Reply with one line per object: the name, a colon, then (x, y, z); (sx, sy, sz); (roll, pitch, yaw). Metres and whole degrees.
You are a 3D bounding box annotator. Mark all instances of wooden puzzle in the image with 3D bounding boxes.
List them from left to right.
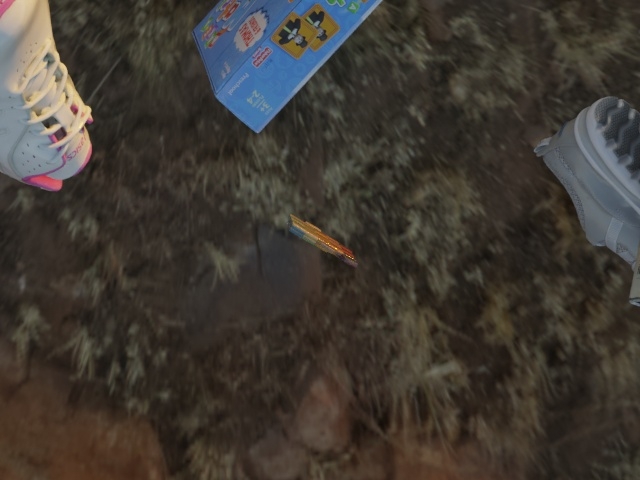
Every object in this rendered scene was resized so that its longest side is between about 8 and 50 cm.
wooden puzzle: (0.000, 0.000, 0.988); (0.049, 0.083, 0.006); (31, 95, -7)

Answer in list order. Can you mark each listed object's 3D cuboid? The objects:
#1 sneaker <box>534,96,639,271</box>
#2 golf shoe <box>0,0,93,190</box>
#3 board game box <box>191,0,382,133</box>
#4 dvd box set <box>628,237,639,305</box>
sneaker: (0.332, -0.021, 1.508); (0.281, 0.115, 0.105); (55, 51, -12)
golf shoe: (-0.223, -0.119, 1.098); (0.140, 0.306, 0.115); (35, 74, -6)
board game box: (0.013, -0.170, 0.847); (0.039, 0.160, 0.211); (41, 99, -21)
dvd box set: (0.411, -0.147, 1.307); (0.062, 0.307, 0.420); (15, 79, -17)
